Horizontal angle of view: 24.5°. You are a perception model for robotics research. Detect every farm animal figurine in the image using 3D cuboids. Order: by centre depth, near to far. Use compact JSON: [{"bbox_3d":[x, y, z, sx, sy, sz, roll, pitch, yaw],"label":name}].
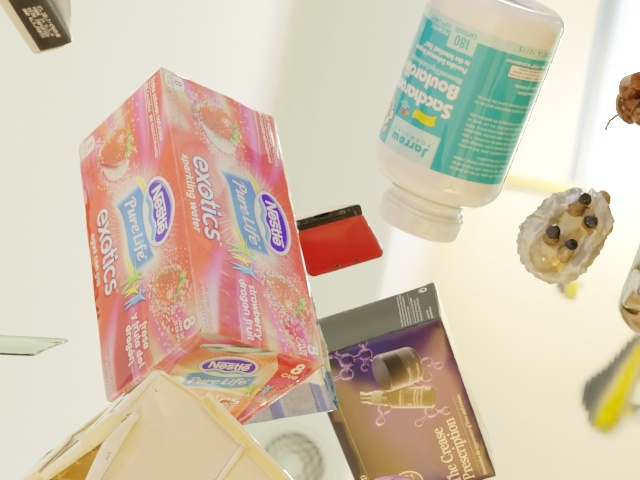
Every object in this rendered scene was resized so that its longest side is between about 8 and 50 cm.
[{"bbox_3d":[0.414,-0.022,1.548,0.327,0.330,0.172,-55,-5,-7],"label":"farm animal figurine"}]

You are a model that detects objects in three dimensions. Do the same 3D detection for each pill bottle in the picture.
[{"bbox_3d":[0.146,-0.134,1.547,0.146,0.146,0.264,-37,-32,-69],"label":"pill bottle"}]

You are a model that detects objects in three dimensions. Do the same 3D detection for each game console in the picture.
[{"bbox_3d":[0.000,0.000,2.234,0.144,0.124,0.085,-15,-83,-33],"label":"game console"}]

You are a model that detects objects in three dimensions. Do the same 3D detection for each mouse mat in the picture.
[{"bbox_3d":[-0.410,0.130,1.844,0.189,0.152,0.007,-11,-76,-85],"label":"mouse mat"}]

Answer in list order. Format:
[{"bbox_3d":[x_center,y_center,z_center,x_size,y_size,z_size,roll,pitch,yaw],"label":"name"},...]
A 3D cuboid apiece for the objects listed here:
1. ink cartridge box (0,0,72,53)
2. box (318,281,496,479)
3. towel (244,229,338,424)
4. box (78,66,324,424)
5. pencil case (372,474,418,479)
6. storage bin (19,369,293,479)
[{"bbox_3d":[-0.381,-0.432,1.754,0.303,0.072,0.307,62,-163,-55],"label":"ink cartridge box"},{"bbox_3d":[0.104,0.209,1.931,0.103,0.184,0.261,-91,-19,-62],"label":"box"},{"bbox_3d":[-0.101,0.109,1.670,0.034,0.209,0.285,-92,-9,-50],"label":"towel"},{"bbox_3d":[-0.117,0.009,1.397,0.154,0.142,0.300,21,-135,-39],"label":"box"},{"bbox_3d":[0.168,0.407,1.587,0.160,0.386,0.167,-45,-46,-10],"label":"pencil case"},{"bbox_3d":[-0.106,0.253,1.082,0.123,0.260,0.262,-46,5,-36],"label":"storage bin"}]
